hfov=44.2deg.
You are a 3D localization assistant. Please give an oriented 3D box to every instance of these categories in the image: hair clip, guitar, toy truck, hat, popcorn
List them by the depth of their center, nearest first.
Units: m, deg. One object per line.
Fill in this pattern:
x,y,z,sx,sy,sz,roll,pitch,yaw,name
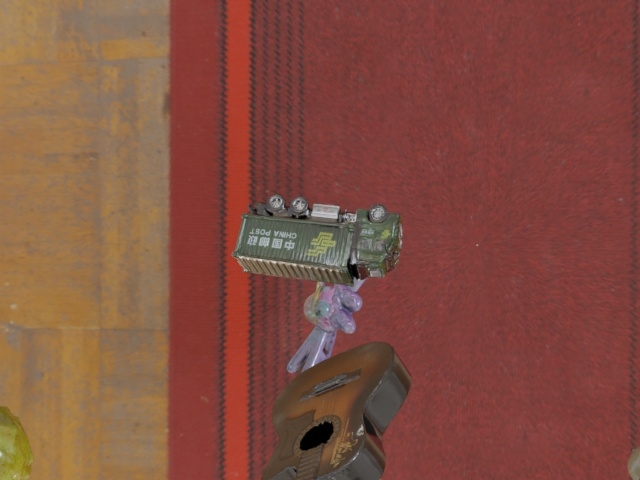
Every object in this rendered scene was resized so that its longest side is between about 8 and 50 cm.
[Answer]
-0.003,0.134,0.407,0.088,0.233,0.025,-26,111,23,guitar
0.000,0.000,1.280,0.259,0.088,0.121,6,68,14,toy truck
-0.692,0.437,1.517,0.277,0.225,0.276,5,48,-6,popcorn
0.640,0.482,1.539,0.085,0.147,0.175,2,45,27,hat
0.017,0.179,1.615,0.137,0.090,0.278,25,99,44,hair clip
